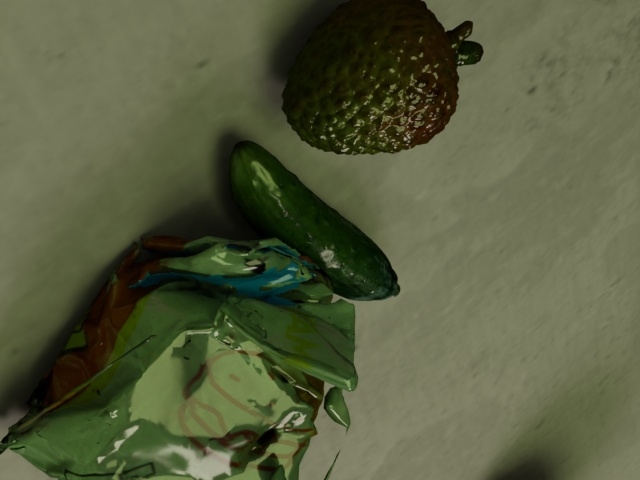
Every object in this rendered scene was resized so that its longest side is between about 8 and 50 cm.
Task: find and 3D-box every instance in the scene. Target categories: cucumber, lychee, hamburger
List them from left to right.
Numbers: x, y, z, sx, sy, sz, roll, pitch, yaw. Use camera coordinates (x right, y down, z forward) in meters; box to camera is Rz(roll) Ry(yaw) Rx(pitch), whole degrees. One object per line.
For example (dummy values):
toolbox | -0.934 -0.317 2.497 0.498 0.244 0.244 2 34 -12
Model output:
hamburger | -0.072 0.136 0.793 0.260 0.150 0.276 -40 139 -11
cucumber | 0.000 0.000 0.833 0.056 0.056 0.250 -51 137 -1
lychee | 0.043 -0.113 0.752 0.147 0.114 0.114 -24 135 -3
